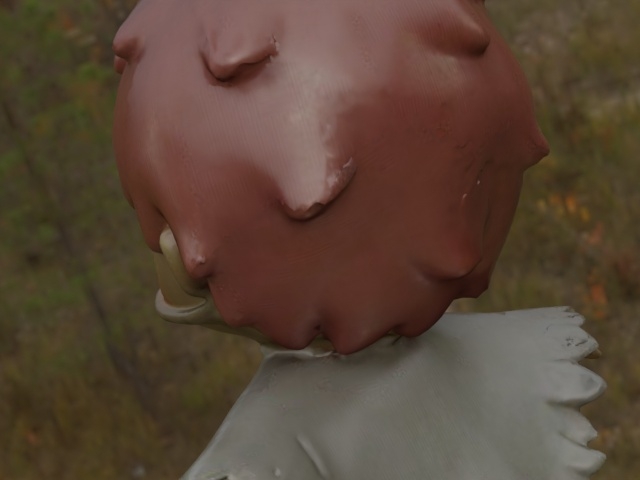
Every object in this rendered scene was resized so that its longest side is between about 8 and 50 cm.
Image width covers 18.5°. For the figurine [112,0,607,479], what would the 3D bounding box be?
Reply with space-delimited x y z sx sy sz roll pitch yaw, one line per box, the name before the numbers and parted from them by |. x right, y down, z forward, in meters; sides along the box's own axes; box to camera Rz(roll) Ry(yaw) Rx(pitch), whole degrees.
figurine | 0.000 0.000 0.700 0.207 0.387 0.166 -20 7 -38
